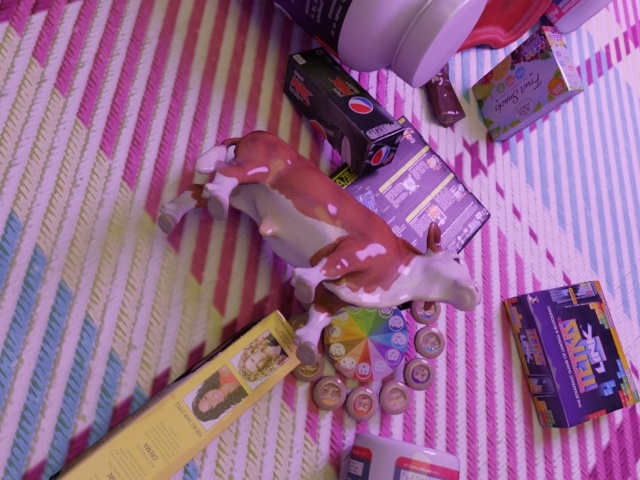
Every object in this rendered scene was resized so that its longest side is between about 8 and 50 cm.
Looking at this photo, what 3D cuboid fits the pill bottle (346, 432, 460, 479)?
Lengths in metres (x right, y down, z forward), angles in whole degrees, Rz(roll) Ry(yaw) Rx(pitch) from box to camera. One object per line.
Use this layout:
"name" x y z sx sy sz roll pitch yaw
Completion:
"pill bottle" 0.068 0.287 0.442 0.108 0.108 0.180 21 67 -15

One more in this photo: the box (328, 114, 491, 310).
"box" 0.102 -0.040 0.599 0.184 0.045 0.191 47 63 0

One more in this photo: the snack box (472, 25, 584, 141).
"snack box" 0.294 -0.221 0.680 0.037 0.141 0.100 -12 78 -26

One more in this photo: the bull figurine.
"bull figurine" 0.000 0.000 0.461 0.310 0.101 0.188 36 37 16

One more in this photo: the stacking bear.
"stacking bear" 0.229 -0.468 0.733 0.175 0.164 0.289 -17 76 -26

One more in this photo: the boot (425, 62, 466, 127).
"boot" 0.159 -0.222 0.688 0.107 0.037 0.114 -8 81 -22

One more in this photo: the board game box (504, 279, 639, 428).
"board game box" 0.338 0.147 0.631 0.141 0.048 0.170 -7 76 -25

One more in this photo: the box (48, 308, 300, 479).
"box" -0.121 0.156 0.421 0.232 0.087 0.058 -37 91 -29

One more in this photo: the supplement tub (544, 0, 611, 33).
"supplement tub" 0.421 -0.520 0.801 0.191 0.191 0.272 -39 90 -28

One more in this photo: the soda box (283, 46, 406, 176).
"soda box" 0.024 -0.159 0.569 0.053 0.060 0.169 -25 64 -27

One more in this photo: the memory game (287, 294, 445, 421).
"memory game" 0.052 0.107 0.523 0.186 0.012 0.186 1 83 -11

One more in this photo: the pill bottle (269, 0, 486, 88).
"pill bottle" 0.029 -0.330 0.555 0.323 0.181 0.181 44 62 10
